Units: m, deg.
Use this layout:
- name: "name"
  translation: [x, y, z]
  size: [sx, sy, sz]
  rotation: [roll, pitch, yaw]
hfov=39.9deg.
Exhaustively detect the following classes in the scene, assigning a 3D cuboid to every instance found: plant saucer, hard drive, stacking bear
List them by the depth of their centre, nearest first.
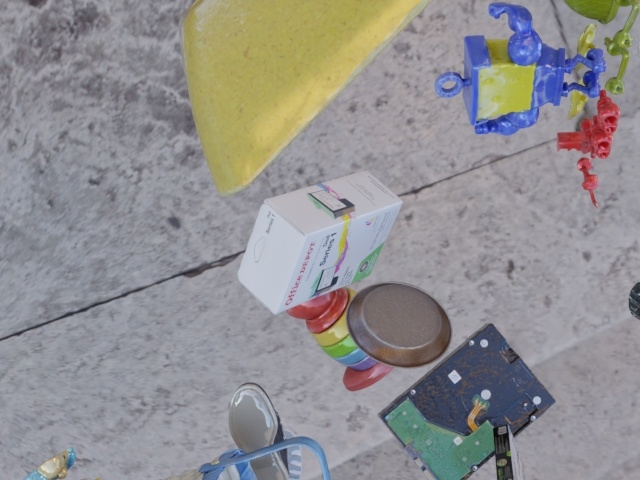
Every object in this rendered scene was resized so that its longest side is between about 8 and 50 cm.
- name: "plant saucer"
  translation: [0.018, -0.198, 0.571]
  size: [0.333, 0.333, 0.081]
  rotation: [-44, 107, 3]
- name: "plant saucer"
  translation: [0.145, 0.148, 1.612]
  size: [0.198, 0.198, 0.036]
  rotation: [45, 34, -12]
- name: "stacking bear"
  translation: [0.035, 0.169, 1.897]
  size: [0.289, 0.164, 0.175]
  rotation: [41, 49, -25]
- name: "hard drive"
  translation: [0.331, 0.382, 2.006]
  size: [0.339, 0.064, 0.237]
  rotation: [-40, 87, -7]

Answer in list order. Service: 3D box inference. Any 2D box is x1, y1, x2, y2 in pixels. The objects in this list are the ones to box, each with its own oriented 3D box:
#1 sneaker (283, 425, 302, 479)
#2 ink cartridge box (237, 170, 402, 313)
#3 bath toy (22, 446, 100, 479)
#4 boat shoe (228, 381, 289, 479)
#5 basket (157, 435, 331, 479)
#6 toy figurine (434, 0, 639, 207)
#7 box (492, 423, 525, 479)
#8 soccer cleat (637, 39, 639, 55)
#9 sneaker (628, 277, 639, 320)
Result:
- name: "sneaker"
  translation: [-0.113, 0.467, 1.727]
  size: [0.105, 0.115, 0.281]
  rotation: [4, 118, -21]
- name: "ink cartridge box"
  translation: [0.000, 0.000, 1.682]
  size: [0.278, 0.201, 0.117]
  rotation: [-20, 52, -43]
- name: "bath toy"
  translation: [-0.377, 0.531, 1.536]
  size: [0.348, 0.151, 0.129]
  rotation: [49, 30, 8]
- name: "boat shoe"
  translation: [-0.092, 0.295, 1.363]
  size: [0.075, 0.065, 0.206]
  rotation: [-9, 117, 9]
- name: "basket"
  translation: [-0.099, 0.414, 1.203]
  size: [0.289, 0.201, 0.255]
  rotation: [-18, 97, 10]
- name: "toy figurine"
  translation: [0.253, -0.207, 1.114]
  size: [0.217, 0.362, 0.191]
  rotation: [-1, 54, 8]
- name: "box"
  translation: [0.397, 0.490, 1.833]
  size: [0.036, 0.207, 0.114]
  rotation: [-18, 109, 15]
- name: "soccer cleat"
  translation: [0.385, -0.152, 0.889]
  size: [0.143, 0.116, 0.331]
  rotation: [-7, 121, 0]
- name: "sneaker"
  translation: [0.587, 0.027, 1.363]
  size: [0.130, 0.330, 0.147]
  rotation: [34, 52, 23]
